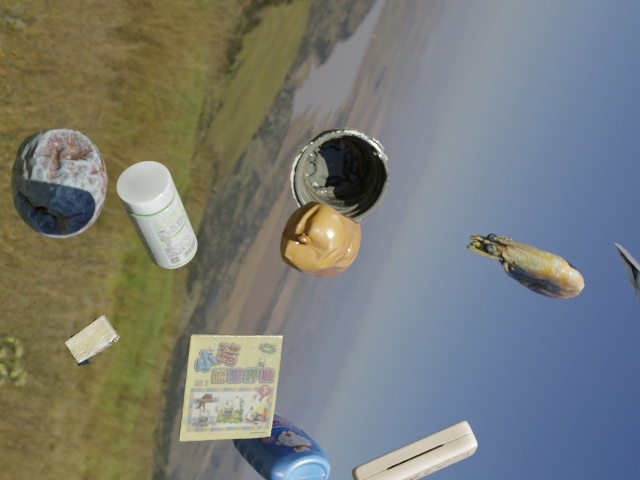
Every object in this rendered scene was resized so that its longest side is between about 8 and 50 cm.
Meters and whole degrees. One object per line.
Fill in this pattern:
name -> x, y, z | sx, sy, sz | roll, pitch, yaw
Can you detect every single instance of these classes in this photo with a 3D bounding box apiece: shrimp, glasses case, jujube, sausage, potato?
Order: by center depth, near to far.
sausage -> 0.001, 0.000, 1.478 | 0.136, 0.120, 0.241 | -60, 164, -2
shrimp -> 0.487, 0.064, 1.970 | 0.168, 0.317, 0.077 | -51, -164, 60
potato -> -0.558, 0.244, 1.988 | 0.122, 0.086, 0.061 | -36, 176, -17
jujube -> -0.692, -0.159, 2.162 | 0.215, 0.246, 0.308 | 117, -20, -44
glasses case -> 0.250, 0.589, 2.171 | 0.144, 0.336, 0.076 | 77, -10, -64

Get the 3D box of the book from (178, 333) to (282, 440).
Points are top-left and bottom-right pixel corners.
book -> -0.156, 0.256, 1.421 | 0.013, 0.168, 0.192 | -153, -111, -64

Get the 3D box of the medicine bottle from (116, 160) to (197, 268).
medicine bottle -> -0.258, -0.037, 1.303 | 0.183, 0.086, 0.086 | 80, 29, -55

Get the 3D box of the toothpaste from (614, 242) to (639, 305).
toothpaste -> 0.777, 0.105, 1.950 | 0.073, 0.299, 0.114 | -36, -133, 12

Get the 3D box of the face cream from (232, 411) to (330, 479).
face cream -> -0.088, 0.396, 1.577 | 0.264, 0.149, 0.083 | 26, -72, 55

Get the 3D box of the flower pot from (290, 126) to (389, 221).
flower pot -> 0.035, -0.161, 1.897 | 0.140, 0.235, 0.235 | -121, -130, -64
